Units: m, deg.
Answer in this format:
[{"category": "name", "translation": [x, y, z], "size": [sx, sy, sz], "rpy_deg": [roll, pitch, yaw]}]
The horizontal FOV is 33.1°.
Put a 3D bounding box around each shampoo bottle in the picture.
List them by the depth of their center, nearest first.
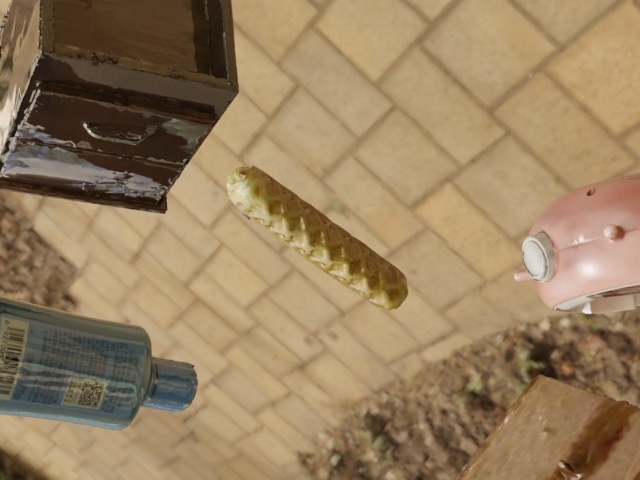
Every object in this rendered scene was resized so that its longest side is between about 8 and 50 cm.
[{"category": "shampoo bottle", "translation": [-0.222, 0.119, 0.988], "size": [0.061, 0.103, 0.258], "rpy_deg": [5, 170, 43]}]

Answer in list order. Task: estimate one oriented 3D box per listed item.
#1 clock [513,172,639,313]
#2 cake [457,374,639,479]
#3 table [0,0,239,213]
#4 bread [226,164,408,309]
[{"category": "clock", "translation": [0.310, -0.009, 1.050], "size": [0.227, 0.241, 0.142], "rpy_deg": [135, 125, -70]}, {"category": "cake", "translation": [0.163, 0.207, 0.629], "size": [0.196, 0.198, 0.293], "rpy_deg": [39, 175, -14]}, {"category": "table", "translation": [-0.187, -0.148, 0.945], "size": [0.169, 0.172, 0.193], "rpy_deg": [8, 149, -27]}, {"category": "bread", "translation": [0.000, -0.001, 1.746], "size": [0.367, 0.077, 0.084], "rpy_deg": [37, 155, -20]}]
